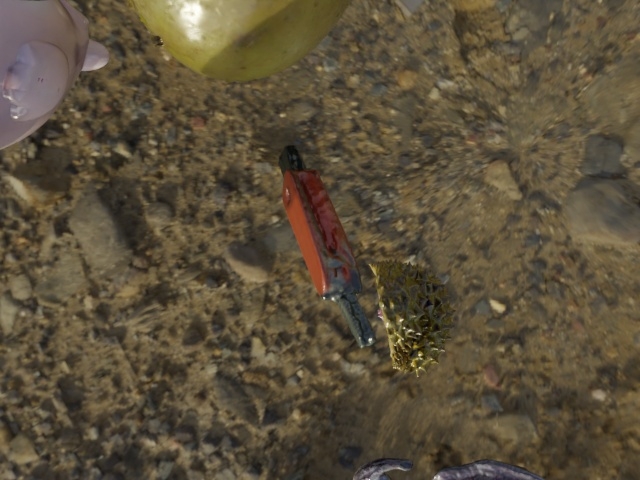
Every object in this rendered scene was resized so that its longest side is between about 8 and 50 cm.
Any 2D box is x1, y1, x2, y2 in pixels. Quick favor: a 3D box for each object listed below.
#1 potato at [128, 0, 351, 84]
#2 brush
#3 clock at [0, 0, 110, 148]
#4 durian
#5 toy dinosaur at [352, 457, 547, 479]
[{"bbox_3d":[-0.130,-0.406,1.120,0.386,0.442,0.319,19,135,-4],"label":"potato"},{"bbox_3d":[-0.001,0.000,1.019,0.070,0.051,0.323,108,147,-45],"label":"brush"},{"bbox_3d":[-0.524,-0.280,1.188,0.368,0.377,0.250,24,112,11],"label":"clock"},{"bbox_3d":[0.147,0.117,1.381,0.165,0.182,0.132,28,144,-13],"label":"durian"},{"bbox_3d":[0.173,0.292,0.851,0.294,0.077,0.162,-12,124,19],"label":"toy dinosaur"}]
